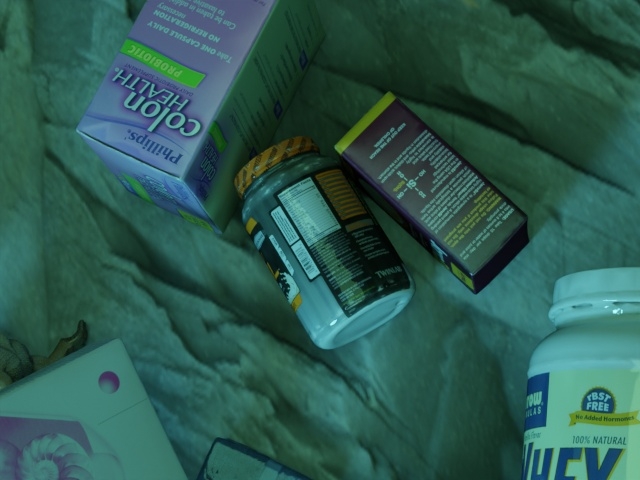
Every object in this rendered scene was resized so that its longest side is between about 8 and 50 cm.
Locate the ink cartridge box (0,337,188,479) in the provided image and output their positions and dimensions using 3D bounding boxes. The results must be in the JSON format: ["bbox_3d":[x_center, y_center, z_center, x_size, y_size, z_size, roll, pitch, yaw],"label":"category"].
[{"bbox_3d":[-0.253,0.299,1.526,0.330,0.071,0.324,-28,95,-33],"label":"ink cartridge box"}]

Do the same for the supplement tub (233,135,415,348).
[{"bbox_3d":[0.000,0.000,1.667,0.117,0.117,0.190,-31,74,-1],"label":"supplement tub"}]

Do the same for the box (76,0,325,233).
[{"bbox_3d":[-0.110,-0.157,1.667,0.117,0.213,0.243,25,81,11],"label":"box"}]

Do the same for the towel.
[{"bbox_3d":[-0.060,0.243,1.660,0.119,0.029,0.067,25,80,11],"label":"towel"}]

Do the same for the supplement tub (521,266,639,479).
[{"bbox_3d":[0.297,0.202,1.523,0.235,0.235,0.324,3,77,7],"label":"supplement tub"}]

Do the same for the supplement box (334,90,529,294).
[{"bbox_3d":[0.110,-0.045,1.671,0.188,0.104,0.081,43,85,14],"label":"supplement box"}]

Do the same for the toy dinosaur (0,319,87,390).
[{"bbox_3d":[-0.343,0.164,1.667,0.200,0.127,0.295,0,81,6],"label":"toy dinosaur"}]
